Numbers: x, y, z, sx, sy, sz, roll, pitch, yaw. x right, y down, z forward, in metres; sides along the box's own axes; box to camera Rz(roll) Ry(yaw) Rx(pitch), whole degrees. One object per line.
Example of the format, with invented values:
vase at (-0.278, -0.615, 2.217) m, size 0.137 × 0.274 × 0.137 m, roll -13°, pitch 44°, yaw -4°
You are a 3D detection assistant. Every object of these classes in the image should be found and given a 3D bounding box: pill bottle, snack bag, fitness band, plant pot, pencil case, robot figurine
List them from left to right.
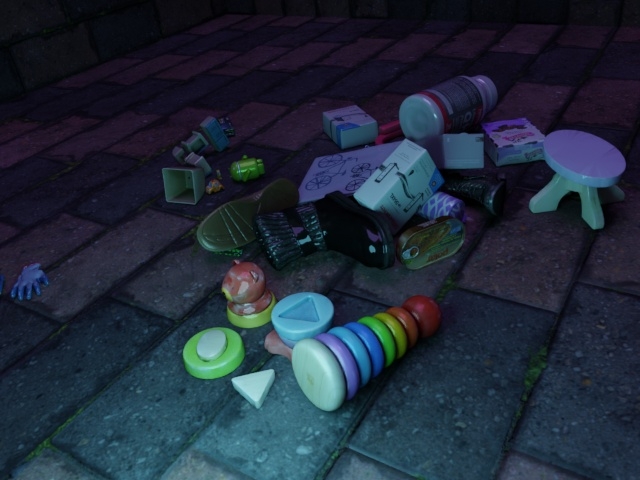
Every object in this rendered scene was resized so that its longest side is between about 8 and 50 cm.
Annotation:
plant pot at (-0.419, -0.183, 1.866) m, size 0.109 × 0.109 × 0.096 m, roll 6°, pitch 22°, yaw 20°
robot figurine at (-0.241, -0.231, 1.928) m, size 0.115 × 0.067 × 0.101 m, roll -12°, pitch 45°, yaw -7°
snack bag at (0.103, -0.205, 1.797) m, size 0.342 × 0.037 × 0.323 m, roll -9°, pitch 29°, yaw 20°
fitness band at (0.322, -0.355, 2.031) m, size 0.290 × 0.054 × 0.209 m, roll -23°, pitch 39°, yaw -22°
pencil case at (0.298, -0.099, 1.612) m, size 0.206 × 0.086 × 0.088 m, roll 29°, pitch 13°, yaw 40°
pill bottle at (0.424, -0.431, 1.925) m, size 0.318 × 0.176 × 0.176 m, roll -28°, pitch 39°, yaw -29°

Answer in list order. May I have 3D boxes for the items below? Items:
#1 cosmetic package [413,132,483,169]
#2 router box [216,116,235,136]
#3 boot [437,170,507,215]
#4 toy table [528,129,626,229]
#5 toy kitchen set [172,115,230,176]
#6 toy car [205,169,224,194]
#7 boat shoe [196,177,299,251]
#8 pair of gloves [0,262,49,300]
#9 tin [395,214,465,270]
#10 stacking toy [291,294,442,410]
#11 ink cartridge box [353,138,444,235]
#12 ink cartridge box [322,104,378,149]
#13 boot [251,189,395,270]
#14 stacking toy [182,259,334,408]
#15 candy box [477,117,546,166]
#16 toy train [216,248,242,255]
cosmetic package at (0.361, -0.249, 1.713) m, size 0.127 × 0.107 × 0.238 m, roll -3°, pitch 7°, yaw -12°
router box at (-0.386, -0.433, 2.292) m, size 0.092 × 0.038 × 0.122 m, roll -13°, pitch 33°, yaw -10°
boot at (0.394, -0.137, 1.644) m, size 0.229 × 0.091 × 0.263 m, roll 5°, pitch 19°, yaw 19°
toy table at (0.683, -0.163, 1.563) m, size 0.252 × 0.161 × 0.274 m, roll -1°, pitch 34°, yaw 8°
toy kitchen set at (-0.383, -0.307, 2.064) m, size 0.166 × 0.122 × 0.207 m, roll 25°, pitch 65°, yaw 39°
toy car at (-0.347, -0.194, 1.917) m, size 0.060 × 0.041 × 0.122 m, roll -13°, pitch 34°, yaw -8°
boat shoe at (-0.204, -0.059, 1.638) m, size 0.341 × 0.122 × 0.110 m, roll -31°, pitch 3°, yaw -36°
pair of gloves at (-0.813, 0.120, 1.546) m, size 0.198 × 0.023 × 0.159 m, roll -17°, pitch 33°, yaw -17°
tin at (0.266, 0.005, 1.439) m, size 0.189 × 0.106 × 0.040 m, roll -20°, pitch 27°, yaw -20°
stacking toy at (0.111, 0.201, 1.167) m, size 0.330 × 0.141 × 0.141 m, roll -21°, pitch 35°, yaw -32°
ink cartridge box at (0.205, -0.135, 1.535) m, size 0.203 × 0.148 × 0.086 m, roll -48°, pitch 48°, yaw -2°
ink cartridge box at (0.104, -0.407, 2.120) m, size 0.139 × 0.082 × 0.191 m, roll -16°, pitch 36°, yaw -13°
boot at (0.000, 0.003, 1.468) m, size 0.260 × 0.131 × 0.348 m, roll -19°, pitch 30°, yaw -22°
stacking toy at (-0.138, 0.173, 1.235) m, size 0.309 × 0.130 × 0.279 m, roll 18°, pitch 41°, yaw 34°
candy box at (0.612, -0.317, 1.893) m, size 0.164 × 0.070 × 0.196 m, roll -8°, pitch 32°, yaw -1°
toy train at (-0.245, 0.028, 1.582) m, size 0.083 × 0.017 × 0.024 m, roll 6°, pitch 25°, yaw 20°
